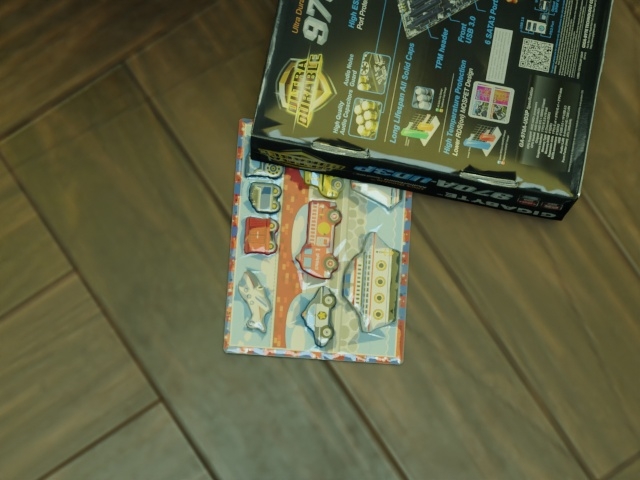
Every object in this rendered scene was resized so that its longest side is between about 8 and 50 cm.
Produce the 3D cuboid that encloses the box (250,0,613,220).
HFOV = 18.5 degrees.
[{"bbox_3d":[0.068,-0.135,1.051,0.175,0.051,0.220,11,78,0],"label":"box"}]

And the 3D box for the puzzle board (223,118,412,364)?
[{"bbox_3d":[0.000,0.000,1.055,0.096,0.011,0.128,4,82,-1],"label":"puzzle board"}]
